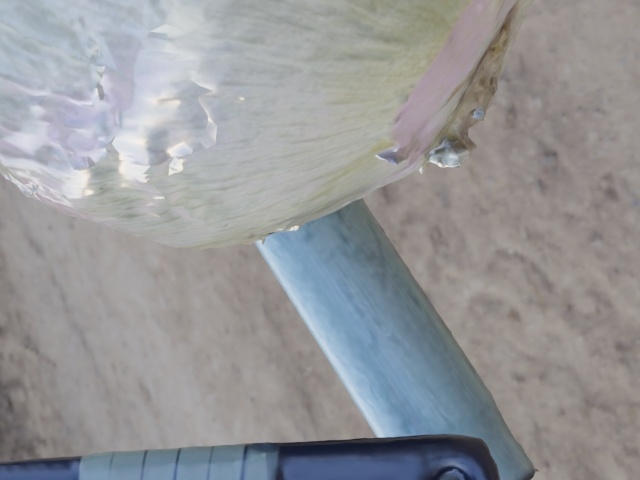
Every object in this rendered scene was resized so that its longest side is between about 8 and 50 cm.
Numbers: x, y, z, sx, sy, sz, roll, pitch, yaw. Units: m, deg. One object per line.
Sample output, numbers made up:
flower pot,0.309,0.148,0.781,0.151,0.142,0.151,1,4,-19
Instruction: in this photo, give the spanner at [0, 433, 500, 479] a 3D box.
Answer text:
spanner,-0.086,0.108,0.545,0.024,0.316,0.087,81,-172,-79

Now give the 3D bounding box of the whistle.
whistle,0.000,0.000,0.687,0.312,0.062,0.062,57,147,10

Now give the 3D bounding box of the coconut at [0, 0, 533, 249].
coconut,-0.036,-0.137,0.514,0.254,0.297,0.297,40,138,22
